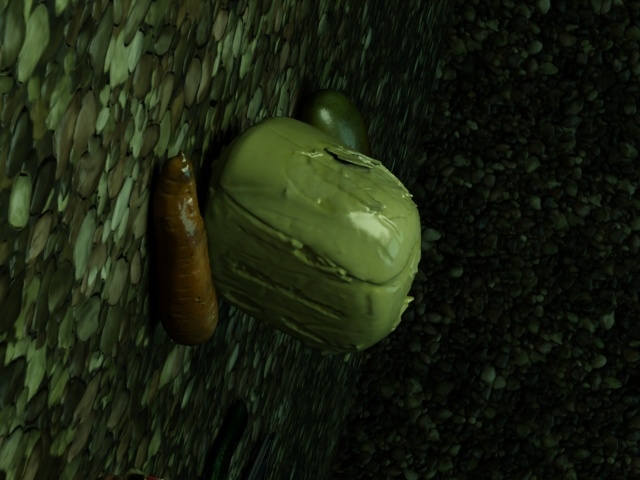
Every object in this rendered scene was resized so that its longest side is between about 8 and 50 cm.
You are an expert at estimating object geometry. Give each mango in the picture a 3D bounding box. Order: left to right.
[{"bbox_3d":[0.014,-0.089,1.720,0.133,0.111,0.267,-54,156,-37],"label":"mango"}]

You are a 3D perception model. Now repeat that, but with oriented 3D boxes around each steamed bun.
[{"bbox_3d":[-0.002,-0.007,1.327,0.273,0.232,0.166,95,18,-57],"label":"steamed bun"}]

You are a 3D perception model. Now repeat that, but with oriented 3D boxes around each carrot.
[{"bbox_3d":[-0.125,0.014,1.154,0.247,0.059,0.059,91,16,-49],"label":"carrot"}]

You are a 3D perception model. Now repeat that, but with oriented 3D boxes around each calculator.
[{"bbox_3d":[-0.127,0.448,2.050,0.274,0.028,0.165,-65,167,-52],"label":"calculator"}]

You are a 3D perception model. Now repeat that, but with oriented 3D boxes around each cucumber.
[{"bbox_3d":[-0.129,0.281,1.708,0.184,0.033,0.036,-70,150,-43],"label":"cucumber"}]

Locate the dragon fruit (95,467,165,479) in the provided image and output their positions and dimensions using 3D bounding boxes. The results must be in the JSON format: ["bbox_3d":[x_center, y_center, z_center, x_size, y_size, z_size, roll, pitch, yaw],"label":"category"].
[{"bbox_3d":[-0.131,0.301,0.968,0.299,0.244,0.244,64,37,-47],"label":"dragon fruit"}]
